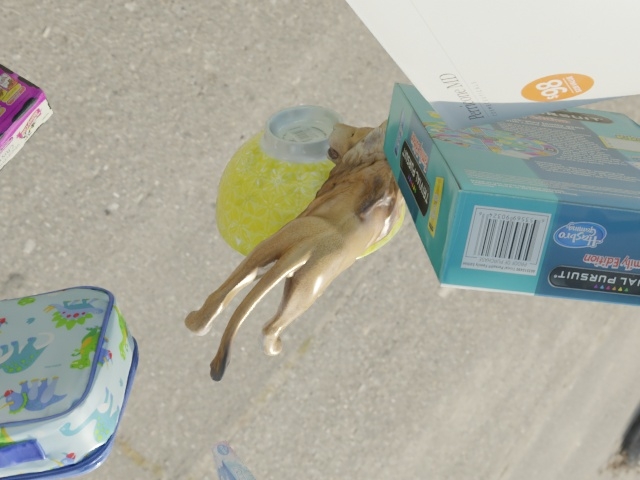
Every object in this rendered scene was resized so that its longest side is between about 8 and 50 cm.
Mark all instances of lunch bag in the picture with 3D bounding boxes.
[{"bbox_3d":[-0.280,0.133,0.767,0.219,0.176,0.090,-10,125,6],"label":"lunch bag"}]

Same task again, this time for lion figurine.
[{"bbox_3d":[0.000,0.000,1.048,0.240,0.142,0.392,-46,-172,29],"label":"lion figurine"}]

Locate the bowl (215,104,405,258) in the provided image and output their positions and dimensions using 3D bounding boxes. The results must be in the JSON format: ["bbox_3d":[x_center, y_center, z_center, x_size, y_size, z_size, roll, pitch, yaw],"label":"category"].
[{"bbox_3d":[-0.019,-0.106,1.292,0.289,0.289,0.156,-33,135,-35],"label":"bowl"}]

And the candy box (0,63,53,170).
[{"bbox_3d":[-0.542,-0.205,1.288,0.159,0.233,0.071,-55,170,-21],"label":"candy box"}]

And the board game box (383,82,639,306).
[{"bbox_3d":[0.205,-0.051,0.778,0.336,0.253,0.079,-98,-164,-67],"label":"board game box"}]

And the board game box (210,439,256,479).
[{"bbox_3d":[-0.083,0.269,0.914,0.020,0.090,0.090,-18,112,-22],"label":"board game box"}]

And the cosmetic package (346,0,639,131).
[{"bbox_3d":[0.146,-0.180,0.422,0.377,0.284,0.097,28,58,-62],"label":"cosmetic package"}]
